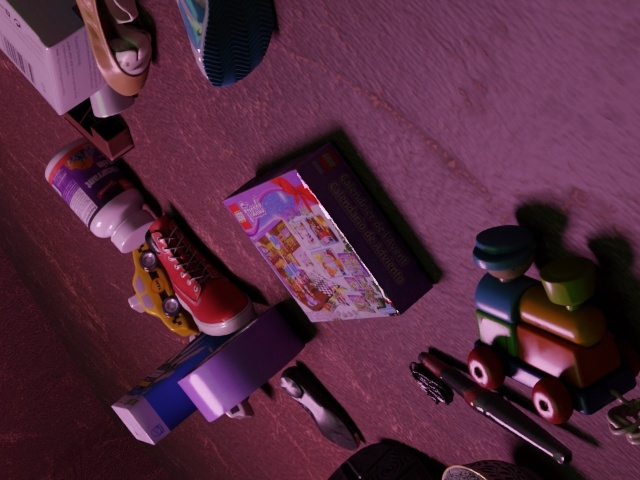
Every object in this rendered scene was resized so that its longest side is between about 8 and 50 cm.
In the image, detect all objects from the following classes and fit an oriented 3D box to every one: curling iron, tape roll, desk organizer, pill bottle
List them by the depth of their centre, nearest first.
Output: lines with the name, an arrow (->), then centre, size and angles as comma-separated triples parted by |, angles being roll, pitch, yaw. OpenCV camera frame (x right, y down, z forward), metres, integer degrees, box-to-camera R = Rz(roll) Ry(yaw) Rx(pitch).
curling iron -> 0.194, 0.191, 1.402 | 0.274, 0.035, 0.068 | 23, 151, 55
tape roll -> -0.120, 0.188, 1.865 | 0.080, 0.189, 0.189 | 51, 161, -1
desk organizer -> -0.356, -0.187, 1.942 | 0.130, 0.047, 0.050 | 41, 156, 26
pill bottle -> -0.369, -0.074, 2.078 | 0.193, 0.108, 0.108 | 47, 160, 12

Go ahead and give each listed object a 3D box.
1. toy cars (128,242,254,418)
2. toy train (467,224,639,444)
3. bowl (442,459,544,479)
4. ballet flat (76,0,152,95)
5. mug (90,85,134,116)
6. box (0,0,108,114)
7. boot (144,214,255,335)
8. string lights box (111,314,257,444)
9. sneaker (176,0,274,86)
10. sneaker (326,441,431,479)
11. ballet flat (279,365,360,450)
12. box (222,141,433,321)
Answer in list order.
toy cars -> -0.246, 0.175, 2.198 | 0.393, 0.087, 0.176 | 60, -177, -27
toy train -> 0.227, 0.079, 1.054 | 0.248, 0.105, 0.143 | 24, 134, 53
bowl -> 0.231, 0.323, 1.469 | 0.170, 0.080, 0.170 | 41, 149, 32
ballet flat -> -0.254, -0.268, 1.531 | 0.073, 0.080, 0.232 | 18, 146, 33
mug -> -0.313, -0.221, 1.769 | 0.078, 0.062, 0.064 | 16, 133, 49
box -> -0.366, -0.300, 1.651 | 0.181, 0.119, 0.182 | 47, 159, 14
boot -> -0.205, 0.048, 1.969 | 0.244, 0.088, 0.176 | 26, 147, 58
string lights box -> -0.210, 0.223, 2.018 | 0.077, 0.260, 0.133 | 54, 160, -9
sneaker -> -0.111, -0.259, 1.227 | 0.092, 0.087, 0.228 | 44, 154, 41
sneaker -> 0.174, 0.467, 1.739 | 0.257, 0.169, 0.447 | 54, 167, -25
ballet flat -> 0.005, 0.268, 1.969 | 0.173, 0.049, 0.057 | 47, 128, 2
box -> 0.000, 0.000, 1.460 | 0.201, 0.057, 0.293 | 54, 161, -8
